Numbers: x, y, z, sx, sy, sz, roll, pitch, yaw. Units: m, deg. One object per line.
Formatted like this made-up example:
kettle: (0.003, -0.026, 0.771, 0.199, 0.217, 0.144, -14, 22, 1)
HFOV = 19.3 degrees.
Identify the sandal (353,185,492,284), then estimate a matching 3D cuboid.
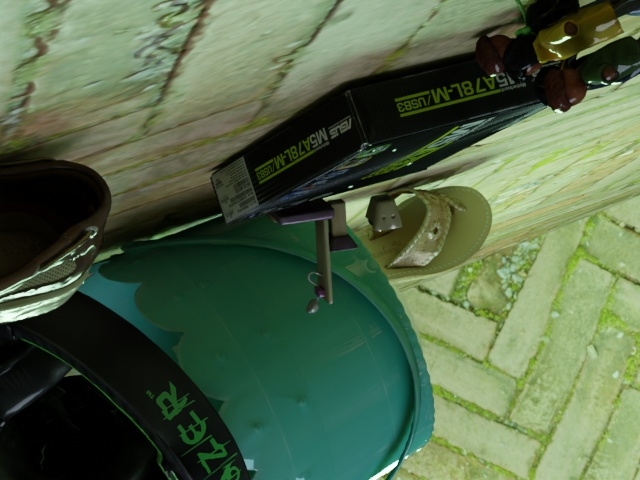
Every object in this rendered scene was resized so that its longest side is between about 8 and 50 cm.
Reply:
sandal: (0.080, -0.011, 1.783, 0.240, 0.088, 0.079, -23, 154, -28)

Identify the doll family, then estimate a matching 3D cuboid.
doll family: (0.151, -0.114, 1.092, 0.111, 0.076, 0.193, -25, 177, 4)

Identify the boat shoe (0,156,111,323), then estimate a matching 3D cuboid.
boat shoe: (-0.215, 0.007, 0.959, 0.257, 0.095, 0.095, -23, 164, -45)

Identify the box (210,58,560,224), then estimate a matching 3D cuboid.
box: (0.047, -0.072, 1.267, 0.184, 0.045, 0.191, -14, 173, -34)

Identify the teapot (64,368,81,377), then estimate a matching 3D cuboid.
teapot: (-0.149, 0.118, 1.777, 0.252, 0.187, 0.256, 2, -166, -20)

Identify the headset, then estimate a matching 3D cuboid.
headset: (-0.225, 0.141, 1.386, 0.394, 0.243, 0.185, 9, -135, 47)

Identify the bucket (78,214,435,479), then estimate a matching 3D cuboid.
bucket: (-0.050, 0.104, 1.486, 0.183, 0.281, 0.281, -29, 178, -21)

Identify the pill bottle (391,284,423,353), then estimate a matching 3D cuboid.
pill bottle: (-0.098, 0.169, 2.134, 0.408, 0.229, 0.229, -23, 174, 28)

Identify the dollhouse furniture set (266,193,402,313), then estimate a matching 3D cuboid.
dollhouse furniture set: (0.000, 0.000, 1.385, 0.091, 0.081, 0.114, -9, -161, -16)
